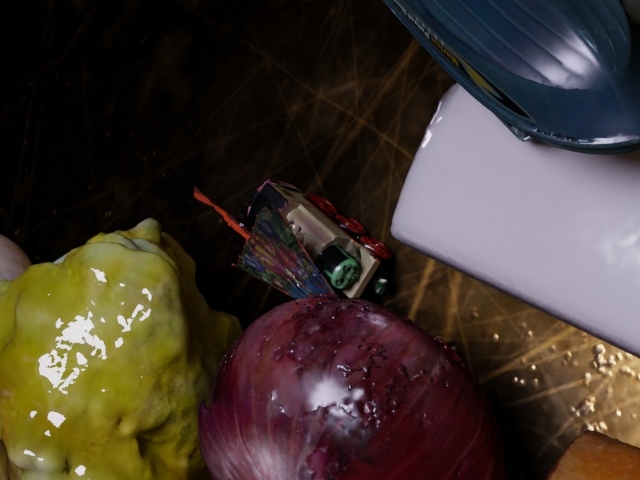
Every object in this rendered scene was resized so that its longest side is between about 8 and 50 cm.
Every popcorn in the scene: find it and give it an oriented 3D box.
[{"bbox_3d":[-0.199,0.154,0.938,0.292,0.293,0.334,63,162,-6],"label":"popcorn"}]

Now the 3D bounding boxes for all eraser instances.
[{"bbox_3d":[0.198,-0.027,0.762,0.270,0.094,0.174,27,90,39],"label":"eraser"}]

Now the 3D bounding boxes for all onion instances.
[{"bbox_3d":[0.035,0.147,0.797,0.252,0.219,0.252,25,133,31],"label":"onion"}]

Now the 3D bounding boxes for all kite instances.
[{"bbox_3d":[-0.042,0.019,0.913,0.189,0.232,0.009,42,72,4],"label":"kite"}]

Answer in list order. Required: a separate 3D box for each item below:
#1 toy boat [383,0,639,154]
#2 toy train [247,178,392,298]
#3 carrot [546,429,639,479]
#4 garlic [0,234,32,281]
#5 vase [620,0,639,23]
[{"bbox_3d":[0.138,-0.146,0.729,0.114,0.122,0.296,-32,45,1],"label":"toy boat"},{"bbox_3d":[0.000,0.000,0.913,0.138,0.087,0.050,41,108,35],"label":"toy train"},{"bbox_3d":[0.246,0.218,0.656,0.225,0.159,0.159,11,86,26],"label":"carrot"},{"bbox_3d":[-0.388,0.087,1.147,0.227,0.152,0.228,-3,85,40],"label":"garlic"},{"bbox_3d":[0.212,-0.314,0.738,0.245,0.245,0.291,-39,63,24],"label":"vase"}]
